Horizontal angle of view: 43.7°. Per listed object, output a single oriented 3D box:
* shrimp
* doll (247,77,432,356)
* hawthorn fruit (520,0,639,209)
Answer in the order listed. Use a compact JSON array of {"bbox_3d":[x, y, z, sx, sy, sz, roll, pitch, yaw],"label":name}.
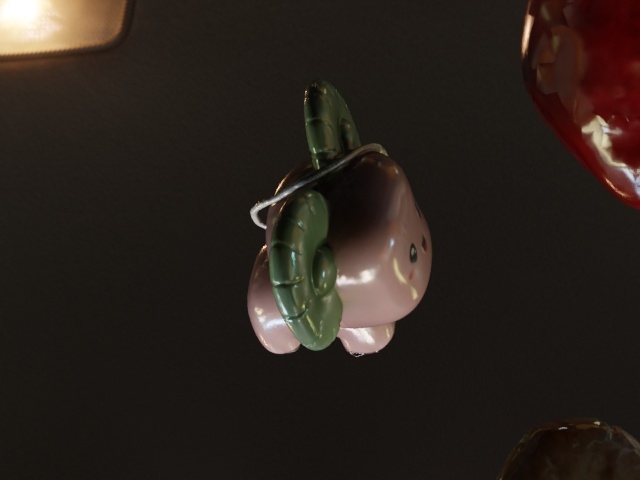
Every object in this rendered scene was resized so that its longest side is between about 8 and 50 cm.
[{"bbox_3d":[0.215,0.280,0.561,0.168,0.077,0.317,-18,-97,-19],"label":"shrimp"},{"bbox_3d":[0.000,0.000,0.831,0.216,0.268,0.284,-4,-130,18],"label":"doll"},{"bbox_3d":[0.238,-0.111,0.427,0.265,0.265,0.307,15,-98,16],"label":"hawthorn fruit"}]
